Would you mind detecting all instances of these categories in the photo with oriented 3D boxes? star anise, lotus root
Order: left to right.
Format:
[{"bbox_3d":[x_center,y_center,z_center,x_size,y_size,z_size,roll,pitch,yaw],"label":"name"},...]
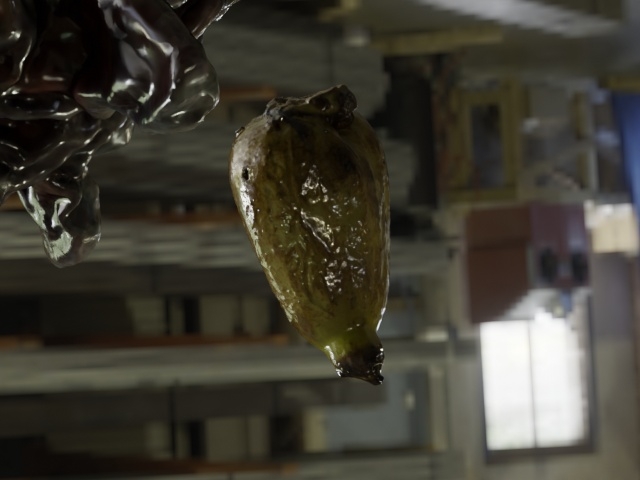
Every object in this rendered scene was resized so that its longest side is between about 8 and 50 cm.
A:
[{"bbox_3d":[-0.098,-0.080,0.833,0.212,0.129,0.283,-38,-177,39],"label":"star anise"},{"bbox_3d":[0.000,0.000,1.264,0.108,0.191,0.094,-12,-176,-37],"label":"lotus root"}]
